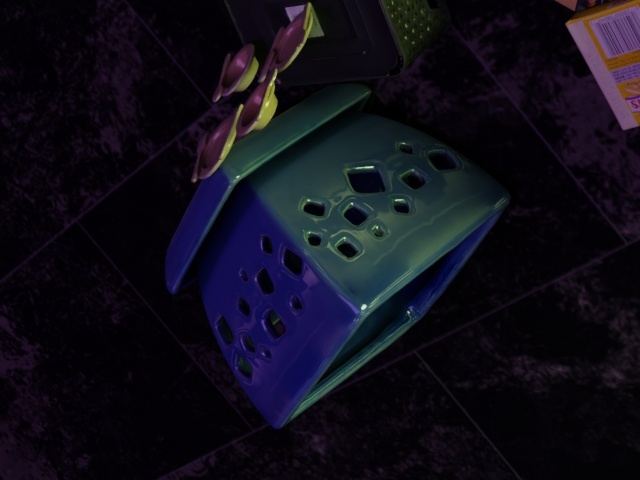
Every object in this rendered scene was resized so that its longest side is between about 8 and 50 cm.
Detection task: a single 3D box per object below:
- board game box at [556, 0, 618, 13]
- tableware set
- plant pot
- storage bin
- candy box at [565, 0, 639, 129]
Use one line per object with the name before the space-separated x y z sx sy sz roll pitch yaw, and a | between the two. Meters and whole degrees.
board game box | 0.258 -0.233 1.339 0.243 0.042 0.165 33 139 15
tableware set | -0.063 -0.131 1.511 0.020 0.141 0.169 30 147 -21
plant pot | 0.000 0.000 1.630 0.212 0.236 0.236 45 142 12
storage bin | 0.011 -0.214 1.541 0.180 0.084 0.122 -1 122 41
candy box | 0.294 -0.154 1.319 0.206 0.027 0.105 -13 116 47
